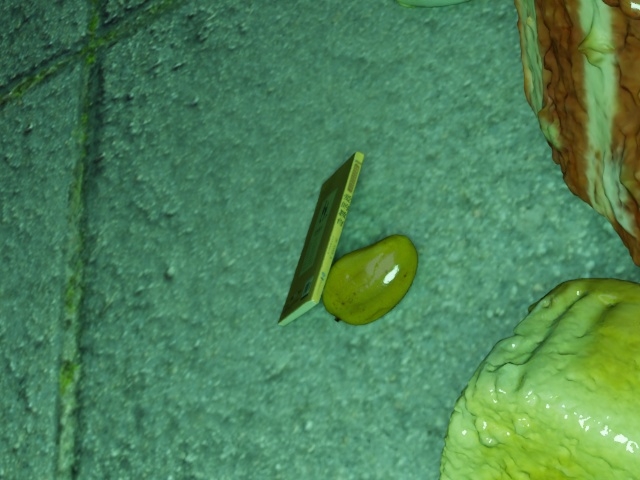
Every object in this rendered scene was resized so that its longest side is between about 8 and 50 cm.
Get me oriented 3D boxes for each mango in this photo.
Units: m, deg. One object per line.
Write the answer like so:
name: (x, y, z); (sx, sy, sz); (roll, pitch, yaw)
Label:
mango: (0.052, 0.038, 1.401); (0.114, 0.060, 0.080); (-39, 44, 16)

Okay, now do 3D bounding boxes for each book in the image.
book: (0.000, 0.000, 1.461); (0.118, 0.012, 0.172); (142, 148, -66)

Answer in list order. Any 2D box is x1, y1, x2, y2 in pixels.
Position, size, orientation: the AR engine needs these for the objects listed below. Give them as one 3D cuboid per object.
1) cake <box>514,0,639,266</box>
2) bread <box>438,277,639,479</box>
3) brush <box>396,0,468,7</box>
cake: (0.312, -0.168, 1.116); (0.270, 0.270, 0.319); (-17, 37, -8)
bread: (0.213, 0.121, 1.104); (0.262, 0.163, 0.204); (-14, 20, 47)
brush: (0.180, -0.291, 1.520); (0.296, 0.068, 0.060); (0, 83, 38)
